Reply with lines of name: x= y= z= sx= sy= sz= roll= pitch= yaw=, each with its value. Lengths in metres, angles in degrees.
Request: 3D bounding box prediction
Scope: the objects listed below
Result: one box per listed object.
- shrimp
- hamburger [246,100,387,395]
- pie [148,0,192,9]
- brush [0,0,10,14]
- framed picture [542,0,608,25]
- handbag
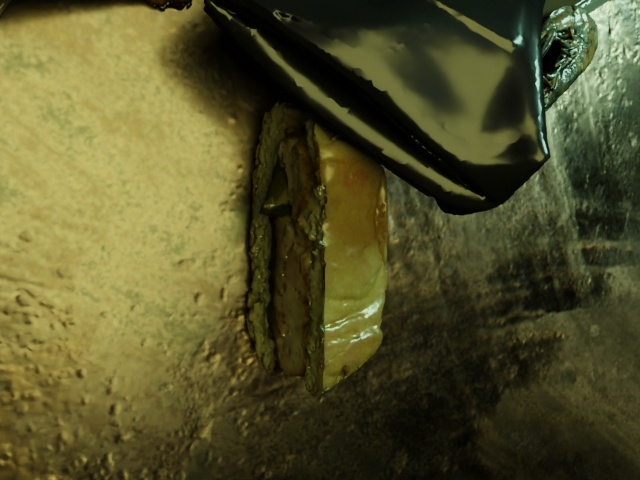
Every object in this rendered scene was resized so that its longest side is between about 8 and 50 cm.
shrimp: x=0.269 y=-0.206 z=0.715 sx=0.091 sy=0.034 sz=0.161 roll=40 pitch=81 yaw=-29
hamburger: x=0.000 y=0.000 z=0.588 sx=0.131 sy=0.124 sz=0.261 roll=-8 pitch=104 yaw=-41
pie: x=-0.190 y=-0.238 z=0.494 sx=0.191 sy=0.033 sz=0.088 roll=-13 pitch=128 yaw=-39
brush: x=-0.206 y=-0.294 z=0.491 sx=0.072 sy=0.067 sz=0.312 roll=40 pitch=82 yaw=-23
framed picture: x=0.310 y=-0.389 z=0.704 sx=0.293 sy=0.018 sz=0.231 roll=-34 pitch=118 yaw=-16
handbag: x=0.068 y=-0.220 z=0.541 sx=0.288 sy=0.152 sz=0.342 roll=24 pitch=57 yaw=-15
